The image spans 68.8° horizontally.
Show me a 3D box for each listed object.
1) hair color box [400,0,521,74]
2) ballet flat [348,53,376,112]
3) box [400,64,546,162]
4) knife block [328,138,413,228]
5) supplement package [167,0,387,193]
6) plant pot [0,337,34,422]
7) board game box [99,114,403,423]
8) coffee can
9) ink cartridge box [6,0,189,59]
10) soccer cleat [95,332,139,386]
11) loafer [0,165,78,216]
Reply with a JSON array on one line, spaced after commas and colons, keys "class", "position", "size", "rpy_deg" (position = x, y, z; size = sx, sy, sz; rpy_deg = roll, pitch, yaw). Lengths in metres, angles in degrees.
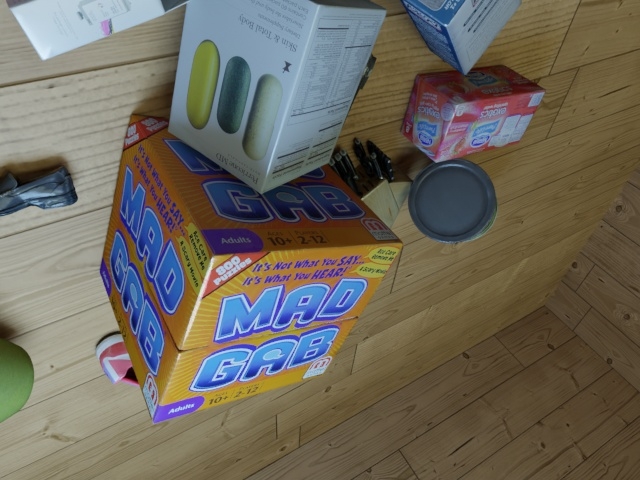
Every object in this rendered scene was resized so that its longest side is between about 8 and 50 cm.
[{"class": "hair color box", "position": [0.256, -0.422, 0.813], "size": [0.174, 0.105, 0.347], "rpy_deg": [-53, 168, 19]}, {"class": "ballet flat", "position": [0.030, -0.266, 0.943], "size": [0.058, 0.084, 0.250], "rpy_deg": [24, 120, -11]}, {"class": "box", "position": [0.361, -0.307, 1.114], "size": [0.299, 0.142, 0.154], "rpy_deg": [-17, 139, -27]}, {"class": "knife block", "position": [0.098, -0.111, 1.147], "size": [0.241, 0.088, 0.276], "rpy_deg": [-7, 134, -35]}, {"class": "supplement package", "position": [-0.070, -0.251, 0.697], "size": [0.198, 0.199, 0.263], "rpy_deg": [-35, 154, -51]}, {"class": "plant pot", "position": [-0.645, 0.240, 0.763], "size": [0.274, 0.275, 0.293], "rpy_deg": [-43, 160, 6]}, {"class": "board game box", "position": [-0.151, 0.036, 0.856], "size": [0.356, 0.357, 0.357], "rpy_deg": [-3, 132, -40]}, {"class": "coffee can", "position": [0.356, -0.096, 1.224], "size": [0.202, 0.201, 0.275], "rpy_deg": [-50, 164, 15]}, {"class": "ink cartridge box", "position": [-0.273, -0.309, 0.576], "size": [0.198, 0.115, 0.067], "rpy_deg": [-29, 143, -15]}, {"class": "soccer cleat", "position": [-0.401, 0.318, 1.153], "size": [0.108, 0.116, 0.318], "rpy_deg": [-43, 144, 6]}, {"class": "loafer", "position": [-0.471, -0.076, 0.718], "size": [0.169, 0.062, 0.061], "rpy_deg": [-16, 117, -33]}]
